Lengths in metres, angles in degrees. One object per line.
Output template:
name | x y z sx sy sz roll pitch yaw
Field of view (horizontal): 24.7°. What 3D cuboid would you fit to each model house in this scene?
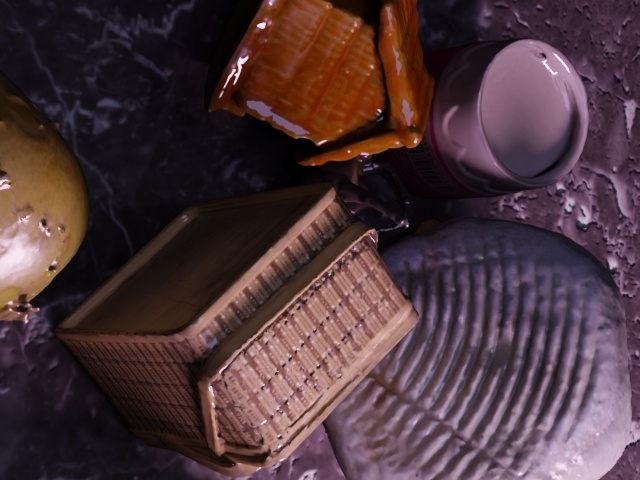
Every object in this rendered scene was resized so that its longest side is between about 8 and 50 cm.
model house | 0.019 -0.203 1.552 0.229 0.199 0.219 30 117 -10

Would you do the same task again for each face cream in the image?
face cream | 0.178 -0.135 1.655 0.175 0.195 0.175 0 90 -34

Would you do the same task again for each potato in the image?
potato | -0.363 -0.081 1.262 0.219 0.270 0.359 -45 107 -18

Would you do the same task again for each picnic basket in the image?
picnic basket | -0.079 0.087 1.411 0.228 0.313 0.175 -44 109 -26

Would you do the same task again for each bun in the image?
bun | 0.158 0.144 1.550 0.354 0.354 0.194 -64 159 -18

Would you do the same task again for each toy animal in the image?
toy animal | 0.030 -0.066 1.571 0.148 0.084 0.233 10 58 4

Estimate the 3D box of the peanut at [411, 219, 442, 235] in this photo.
peanut | 0.180 0.068 1.707 0.226 0.095 0.108 51 56 -19
